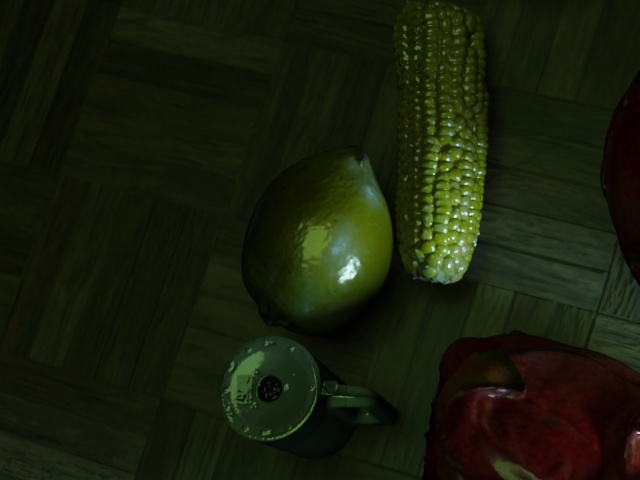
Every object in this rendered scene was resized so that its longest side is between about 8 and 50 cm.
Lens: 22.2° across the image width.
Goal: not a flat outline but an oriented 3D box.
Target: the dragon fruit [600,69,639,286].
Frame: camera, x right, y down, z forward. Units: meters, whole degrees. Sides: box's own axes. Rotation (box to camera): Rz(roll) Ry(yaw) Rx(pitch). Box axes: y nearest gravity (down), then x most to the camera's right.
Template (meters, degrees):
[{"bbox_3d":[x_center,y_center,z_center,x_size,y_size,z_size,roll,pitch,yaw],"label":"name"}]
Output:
[{"bbox_3d":[0.386,-0.038,1.412,0.277,0.277,0.342,-11,67,14],"label":"dragon fruit"}]

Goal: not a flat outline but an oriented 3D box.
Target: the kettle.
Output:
[{"bbox_3d":[-0.015,0.147,1.541,0.127,0.148,0.098,-33,66,7],"label":"kettle"}]

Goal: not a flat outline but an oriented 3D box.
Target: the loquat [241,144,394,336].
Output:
[{"bbox_3d":[0.000,0.000,1.578,0.152,0.152,0.195,23,78,21],"label":"loquat"}]

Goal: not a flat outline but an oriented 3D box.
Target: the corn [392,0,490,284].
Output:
[{"bbox_3d":[0.116,-0.098,1.599,0.101,0.101,0.291,-2,73,16],"label":"corn"}]

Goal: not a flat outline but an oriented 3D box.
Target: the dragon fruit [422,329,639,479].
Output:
[{"bbox_3d":[0.241,0.191,1.410,0.329,0.228,0.286,-1,73,19],"label":"dragon fruit"}]
